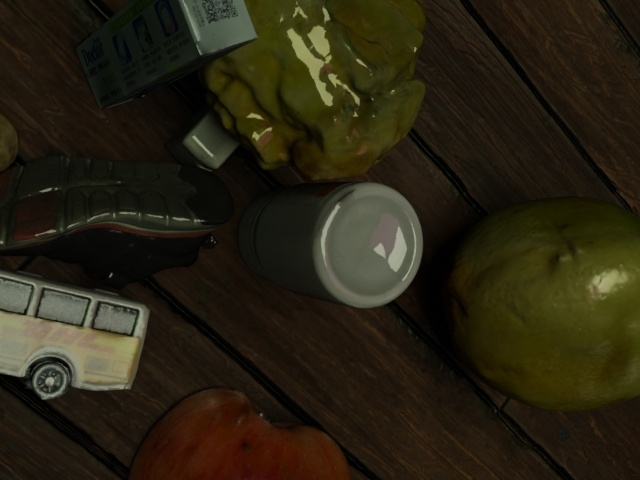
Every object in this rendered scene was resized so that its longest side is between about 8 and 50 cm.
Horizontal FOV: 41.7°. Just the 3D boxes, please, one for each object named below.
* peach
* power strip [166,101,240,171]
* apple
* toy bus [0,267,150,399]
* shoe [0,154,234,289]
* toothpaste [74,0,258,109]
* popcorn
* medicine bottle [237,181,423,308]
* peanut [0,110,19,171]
[{"bbox_3d":[0.326,0.079,1.143,0.316,0.281,0.314,-10,136,2],"label":"peach"},{"bbox_3d":[-0.065,-0.208,1.046,0.058,0.098,0.338,45,73,-17],"label":"power strip"},{"bbox_3d":[-0.076,0.330,1.027,0.293,0.163,0.251,20,85,-26],"label":"apple"},{"bbox_3d":[-0.364,0.088,0.915,0.342,0.097,0.138,18,82,-25],"label":"toy bus"},{"bbox_3d":[-0.248,-0.015,0.953,0.291,0.137,0.114,-2,51,-22],"label":"shoe"},{"bbox_3d":[-0.172,-0.203,0.862,0.067,0.336,0.081,-24,101,-27],"label":"toothpaste"},{"bbox_3d":[-0.010,-0.207,0.903,0.252,0.215,0.286,-35,102,-14],"label":"popcorn"},{"bbox_3d":[0.000,0.000,1.001,0.144,0.252,0.144,-1,92,-29],"label":"medicine bottle"},{"bbox_3d":[-0.431,-0.088,0.877,0.226,0.095,0.108,-10,93,-24],"label":"peanut"}]
